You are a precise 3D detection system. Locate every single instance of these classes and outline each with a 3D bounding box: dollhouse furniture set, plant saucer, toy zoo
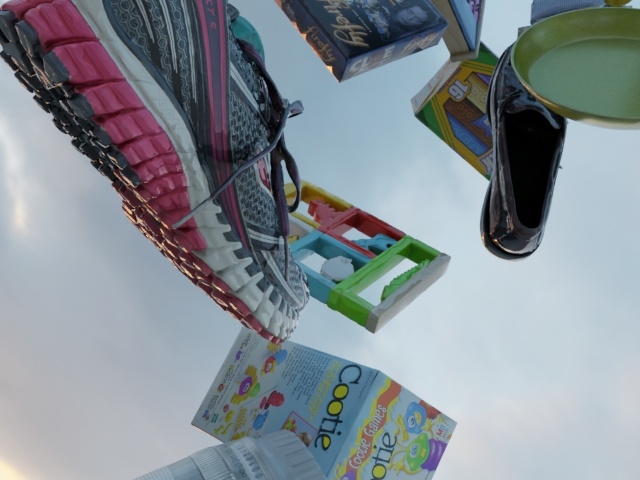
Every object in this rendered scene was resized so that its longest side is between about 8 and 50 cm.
[{"bbox_3d":[0.332,-0.455,1.310,0.303,0.286,0.198,-4,-33,27],"label":"dollhouse furniture set"},{"bbox_3d":[0.335,-0.190,0.934,0.241,0.241,0.037,23,-40,30],"label":"plant saucer"},{"bbox_3d":[0.000,0.000,1.087,0.293,0.192,0.030,30,-55,23],"label":"toy zoo"}]

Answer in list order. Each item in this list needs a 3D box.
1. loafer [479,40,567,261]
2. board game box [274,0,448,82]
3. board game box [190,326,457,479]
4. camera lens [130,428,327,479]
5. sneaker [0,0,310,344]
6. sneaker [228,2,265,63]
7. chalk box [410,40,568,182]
[{"bbox_3d":[0.265,-0.127,1.043,0.109,0.303,0.095,10,-15,-2],"label":"loafer"},{"bbox_3d":[0.024,-0.321,1.047,0.243,0.165,0.042,54,-30,17],"label":"board game box"},{"bbox_3d":[-0.004,0.214,0.977,0.142,0.144,0.275,37,-16,-32],"label":"board game box"},{"bbox_3d":[-0.114,0.293,0.656,0.219,0.274,0.219,57,-22,37],"label":"camera lens"},{"bbox_3d":[-0.056,-0.041,0.484,0.121,0.112,0.299,37,-17,32],"label":"sneaker"},{"bbox_3d":[-0.130,-0.177,0.885,0.295,0.178,0.124,41,-44,48],"label":"sneaker"},{"bbox_3d":[0.337,-0.224,1.589,0.289,0.180,0.179,41,-74,-9],"label":"chalk box"}]
